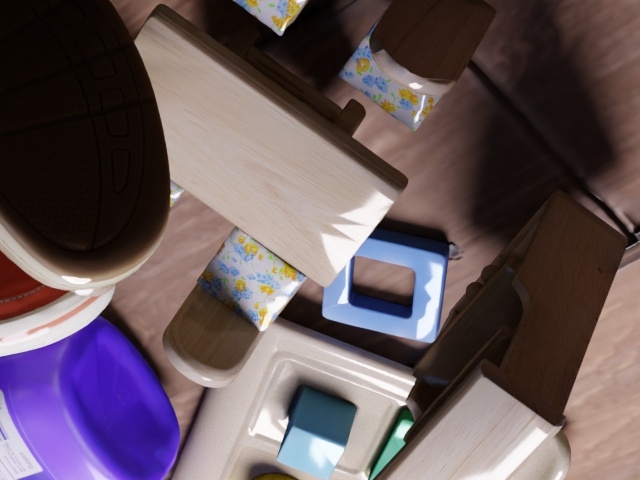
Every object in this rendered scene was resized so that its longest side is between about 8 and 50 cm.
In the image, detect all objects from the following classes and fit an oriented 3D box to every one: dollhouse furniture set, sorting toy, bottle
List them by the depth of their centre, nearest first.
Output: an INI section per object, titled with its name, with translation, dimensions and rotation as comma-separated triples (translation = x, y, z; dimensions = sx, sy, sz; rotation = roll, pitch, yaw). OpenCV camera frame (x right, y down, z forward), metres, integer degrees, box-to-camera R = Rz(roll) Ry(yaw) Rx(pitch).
[dollhouse furniture set]
translation = 0.000, 0.000, 0.875
dimensions = 0.242, 0.161, 0.212
rotation = 35, 127, -3
[sorting toy]
translation = 0.018, 0.140, 1.078
dimensions = 0.196, 0.047, 0.348
rotation = 24, 132, 1
[bottle]
translation = -0.218, 0.129, 1.127
dimensions = 0.283, 0.092, 0.118
rotation = -20, 113, 32

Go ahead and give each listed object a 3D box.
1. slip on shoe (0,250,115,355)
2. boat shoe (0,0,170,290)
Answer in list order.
[slip on shoe]
translation = -0.264, -0.025, 1.011
dimensions = 0.331, 0.123, 0.101
rotation = 19, 127, 11
[boat shoe]
translation = -0.171, -0.093, 0.873
dimensions = 0.302, 0.109, 0.098
rotation = 54, 144, 15
